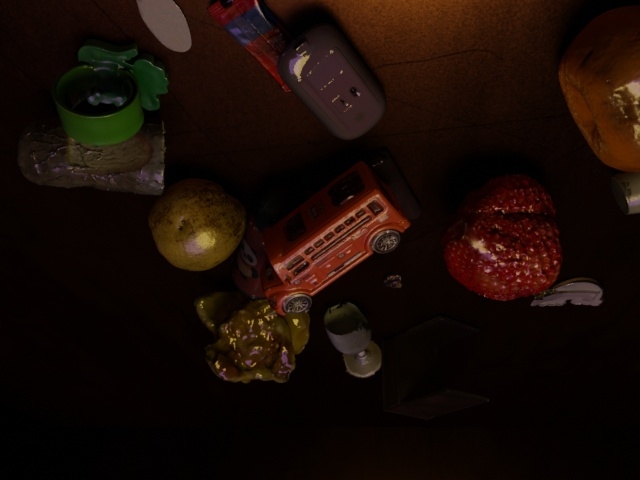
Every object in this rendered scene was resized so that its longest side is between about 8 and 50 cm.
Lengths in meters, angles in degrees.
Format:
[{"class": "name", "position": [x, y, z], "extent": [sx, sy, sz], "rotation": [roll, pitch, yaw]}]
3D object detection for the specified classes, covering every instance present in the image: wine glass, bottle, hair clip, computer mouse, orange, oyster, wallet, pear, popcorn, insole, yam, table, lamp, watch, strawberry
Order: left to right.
[{"class": "yam", "position": [-0.396, -0.161, 1.012], "extent": [0.254, 0.154, 0.154], "rotation": [2, 147, 0]}, {"class": "watch", "position": [-0.340, -0.234, 0.893], "extent": [0.165, 0.152, 0.131], "rotation": [9, 144, -7]}, {"class": "insole", "position": [-0.250, -0.361, 0.821], "extent": [0.065, 0.004, 0.197], "rotation": [-6, 146, 13]}, {"class": "pear", "position": [-0.251, -0.037, 1.159], "extent": [0.197, 0.197, 0.197], "rotation": [1, 147, 1]}, {"class": "popcorn", "position": [-0.192, 0.236, 1.537], "extent": [0.325, 0.321, 0.290], "rotation": [17, 166, 8]}, {"class": "bottle", "position": [-0.113, 0.000, 1.262], "extent": [0.144, 0.144, 0.336], "rotation": [10, 144, -12]}, {"class": "computer mouse", "position": [0.023, -0.255, 0.903], "extent": [0.120, 0.057, 0.232], "rotation": [-39, 139, 14]}, {"class": "wine glass", "position": [0.104, 0.317, 1.739], "extent": [0.143, 0.143, 0.321], "rotation": [-7, 146, 13]}, {"class": "wallet", "position": [0.103, -0.093, 1.185], "extent": [0.182, 0.049, 0.229], "rotation": [-18, 144, 22]}, {"class": "oyster", "position": [0.200, 0.115, 1.528], "extent": [0.054, 0.019, 0.083], "rotation": [-4, 147, 10]}, {"class": "table", "position": [0.360, 0.416, 1.780], "extent": [0.196, 0.251, 0.282], "rotation": [22, 143, -28]}, {"class": "strawberry", "position": [0.356, -0.002, 1.121], "extent": [0.288, 0.250, 0.238], "rotation": [2, 159, -45]}, {"class": "hair clip", "position": [0.695, 0.153, 1.536], "extent": [0.220, 0.054, 0.140], "rotation": [-2, 143, 1]}, {"class": "orange", "position": [0.482, -0.221, 0.809], "extent": [0.183, 0.249, 0.249], "rotation": [-28, 139, 15]}, {"class": "lamp", "position": [0.678, -0.123, 1.042], "extent": [0.214, 0.121, 0.121], "rotation": [-19, 143, 15]}]

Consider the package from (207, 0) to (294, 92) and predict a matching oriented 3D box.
[{"class": "package", "position": [-0.082, -0.313, 0.871], "extent": [0.083, 0.022, 0.200], "rotation": [-19, 142, 29]}]

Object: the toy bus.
[{"class": "toy bus", "position": [0.000, 0.000, 1.083], "extent": [0.329, 0.143, 0.153], "rotation": [-36, 132, 15]}]
